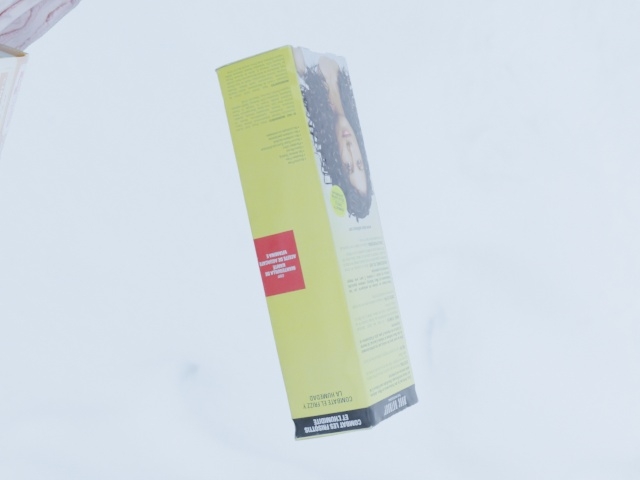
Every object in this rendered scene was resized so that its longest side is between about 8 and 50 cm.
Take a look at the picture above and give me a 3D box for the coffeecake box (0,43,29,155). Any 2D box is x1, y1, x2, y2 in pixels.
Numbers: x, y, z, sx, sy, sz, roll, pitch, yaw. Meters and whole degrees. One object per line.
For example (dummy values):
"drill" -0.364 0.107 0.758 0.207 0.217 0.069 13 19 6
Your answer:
"coffeecake box" -0.180 -0.047 0.344 0.142 0.185 0.068 18 99 -7

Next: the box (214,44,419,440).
"box" 0.000 0.000 0.708 0.058 0.087 0.232 -12 89 25

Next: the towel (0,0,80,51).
"towel" -0.331 -0.147 0.540 0.332 0.317 0.053 45 164 9
